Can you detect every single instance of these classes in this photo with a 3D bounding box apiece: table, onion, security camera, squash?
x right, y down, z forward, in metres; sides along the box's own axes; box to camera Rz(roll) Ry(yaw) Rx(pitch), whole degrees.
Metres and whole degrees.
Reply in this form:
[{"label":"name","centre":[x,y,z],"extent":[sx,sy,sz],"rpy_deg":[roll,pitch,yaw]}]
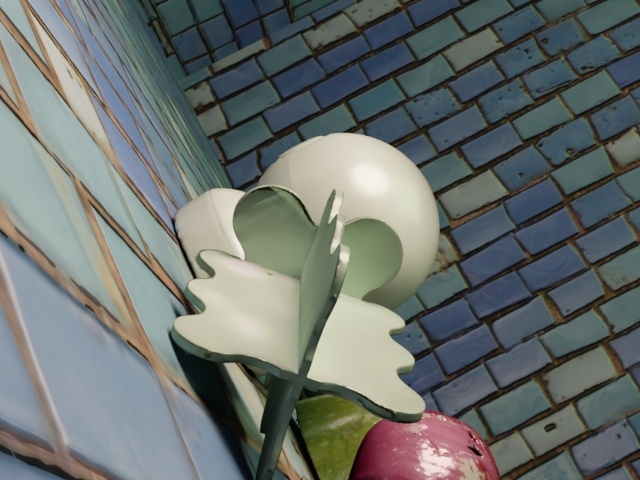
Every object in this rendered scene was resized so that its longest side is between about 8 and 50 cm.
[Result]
[{"label":"table","centre":[-0.014,0.059,0.691],"extent":[0.166,0.166,0.198],"rpy_deg":[63,7,-14]},{"label":"onion","centre":[0.074,0.222,0.801],"extent":[0.177,0.153,0.177],"rpy_deg":[27,58,-55]},{"label":"security camera","centre":[0.000,0.000,0.977],"extent":[0.194,0.236,0.194],"rpy_deg":[61,0,0]},{"label":"squash","centre":[0.046,0.234,1.119],"extent":[0.170,0.123,0.170],"rpy_deg":[61,4,-8]}]

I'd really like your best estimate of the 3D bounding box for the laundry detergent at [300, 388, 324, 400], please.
[{"label":"laundry detergent","centre":[0.028,0.260,1.447],"extent":[0.225,0.070,0.099],"rpy_deg":[62,-8,-2]}]
